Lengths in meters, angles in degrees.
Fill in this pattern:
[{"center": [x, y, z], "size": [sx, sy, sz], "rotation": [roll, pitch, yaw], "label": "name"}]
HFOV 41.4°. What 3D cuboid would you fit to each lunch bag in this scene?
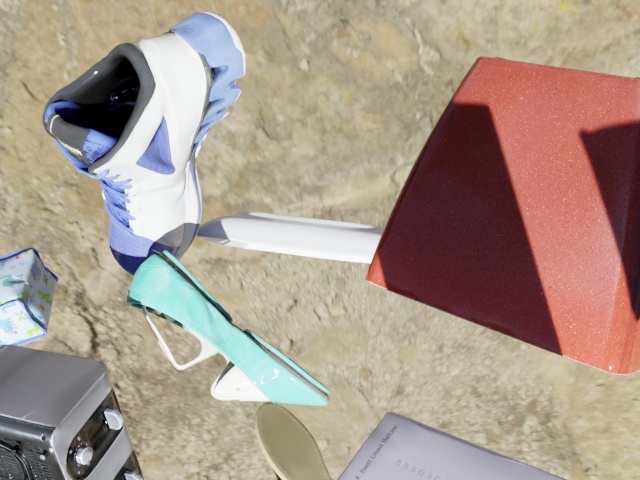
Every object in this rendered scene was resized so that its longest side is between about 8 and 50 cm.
[{"center": [-0.478, 0.094, 1.247], "size": [0.151, 0.096, 0.129], "rotation": [-20, 36, 10], "label": "lunch bag"}]

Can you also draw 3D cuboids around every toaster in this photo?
[{"center": [-0.265, 0.201, 0.797], "size": [0.185, 0.168, 0.110], "rotation": [5, 31, 25], "label": "toaster"}]

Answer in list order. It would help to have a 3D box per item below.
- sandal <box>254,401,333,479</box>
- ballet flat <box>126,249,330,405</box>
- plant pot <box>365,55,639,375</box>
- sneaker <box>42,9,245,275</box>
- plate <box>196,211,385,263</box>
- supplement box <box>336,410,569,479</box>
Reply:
[{"center": [-0.026, 0.341, 1.174], "size": [0.240, 0.079, 0.088], "rotation": [47, 38, 17], "label": "sandal"}, {"center": [-0.106, 0.116, 0.898], "size": [0.247, 0.083, 0.087], "rotation": [39, 79, 5], "label": "ballet flat"}, {"center": [0.243, -0.041, 0.821], "size": [0.267, 0.267, 0.236], "rotation": [20, 104, 38], "label": "plant pot"}, {"center": [-0.211, -0.094, 0.900], "size": [0.127, 0.316, 0.182], "rotation": [41, 38, 24], "label": "sneaker"}, {"center": [0.000, 0.000, 1.133], "size": [0.277, 0.278, 0.045], "rotation": [6, 87, 10], "label": "plate"}, {"center": [0.095, 0.197, 0.393], "size": [0.130, 0.239, 0.073], "rotation": [13, 50, 41], "label": "supplement box"}]
